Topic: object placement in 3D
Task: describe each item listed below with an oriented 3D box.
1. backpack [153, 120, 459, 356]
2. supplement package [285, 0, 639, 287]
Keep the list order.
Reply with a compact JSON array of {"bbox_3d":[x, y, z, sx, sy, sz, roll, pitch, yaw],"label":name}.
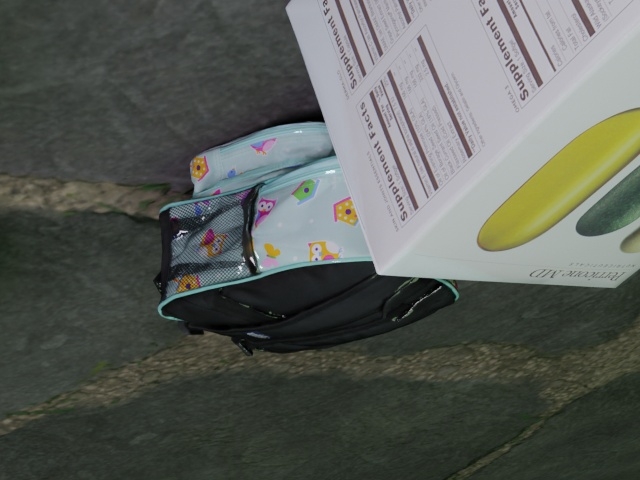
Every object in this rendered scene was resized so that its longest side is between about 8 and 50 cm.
[{"bbox_3d":[0.000,0.000,0.856,0.188,0.144,0.166,-7,158,33],"label":"backpack"},{"bbox_3d":[0.149,-0.125,0.671,0.199,0.198,0.262,4,145,-36],"label":"supplement package"}]
